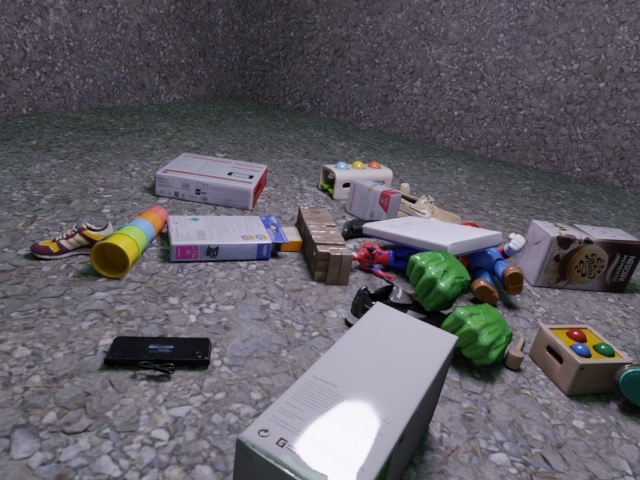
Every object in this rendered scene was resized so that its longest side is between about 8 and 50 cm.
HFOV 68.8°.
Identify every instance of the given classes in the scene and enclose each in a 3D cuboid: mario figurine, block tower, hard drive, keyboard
[{"bbox_3d":[0.440,0.032,1.311,0.198,0.169,0.320,5,26,-3],"label":"mario figurine"},{"bbox_3d":[0.000,0.000,1.320,0.091,0.097,0.335,3,24,-15],"label":"block tower"},{"bbox_3d":[0.300,-0.017,1.295,0.210,0.040,0.319,-10,16,-33],"label":"hard drive"},{"bbox_3d":[-0.292,0.210,0.849,0.180,0.023,0.108,3,19,-11],"label":"keyboard"}]

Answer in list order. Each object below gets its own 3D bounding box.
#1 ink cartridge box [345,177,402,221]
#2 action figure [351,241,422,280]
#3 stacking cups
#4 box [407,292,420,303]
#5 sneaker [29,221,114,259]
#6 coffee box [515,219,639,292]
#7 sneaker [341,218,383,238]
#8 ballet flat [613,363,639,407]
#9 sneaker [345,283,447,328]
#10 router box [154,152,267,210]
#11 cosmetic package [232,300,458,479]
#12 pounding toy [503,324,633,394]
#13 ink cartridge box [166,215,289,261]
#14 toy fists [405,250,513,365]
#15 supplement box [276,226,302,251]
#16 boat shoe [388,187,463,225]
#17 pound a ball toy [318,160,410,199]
[{"bbox_3d":[0.183,-0.132,1.628,0.072,0.127,0.175,-14,33,-42],"label":"ink cartridge box"},{"bbox_3d":[0.213,0.057,1.264,0.281,0.091,0.139,3,16,-13],"label":"action figure"},{"bbox_3d":[-0.465,-0.012,1.204,0.096,0.095,0.316,9,22,1],"label":"stacking cups"},{"bbox_3d":[0.234,0.141,1.123,0.136,0.028,0.081,6,-10,-10],"label":"box"},{"bbox_3d":[-0.606,-0.008,1.144,0.186,0.083,0.070,-7,29,-31],"label":"sneaker"},{"bbox_3d":[0.761,0.048,1.381,0.298,0.168,0.118,4,25,-8],"label":"coffee box"},{"bbox_3d":[0.135,-0.038,1.497,0.089,0.051,0.170,13,21,20],"label":"sneaker"},{"bbox_3d":[0.697,0.301,0.912,0.281,0.095,0.096,22,16,4],"label":"ballet flat"},{"bbox_3d":[0.179,0.150,1.034,0.235,0.106,0.078,8,25,-2],"label":"sneaker"},{"bbox_3d":[-0.379,-0.221,1.690,0.336,0.082,0.301,9,24,0],"label":"router box"},{"bbox_3d":[0.048,0.259,0.649,0.155,0.196,0.366,21,29,26],"label":"cosmetic package"},{"bbox_3d":[0.494,0.227,0.986,0.206,0.094,0.181,2,25,-15],"label":"pounding toy"},{"bbox_3d":[-0.258,-0.010,1.294,0.312,0.065,0.185,-3,27,-19],"label":"ink cartridge box"},{"bbox_3d":[0.288,0.140,1.004,0.142,0.096,0.279,-2,54,-52],"label":"toy fists"},{"bbox_3d":[-0.093,-0.004,1.366,0.062,0.036,0.098,2,25,-14],"label":"supplement box"},{"bbox_3d":[0.368,-0.114,1.685,0.303,0.098,0.109,19,26,21],"label":"boat shoe"},{"bbox_3d":[0.183,-0.237,1.851,0.320,0.135,0.208,-7,28,-29],"label":"pound a ball toy"}]
